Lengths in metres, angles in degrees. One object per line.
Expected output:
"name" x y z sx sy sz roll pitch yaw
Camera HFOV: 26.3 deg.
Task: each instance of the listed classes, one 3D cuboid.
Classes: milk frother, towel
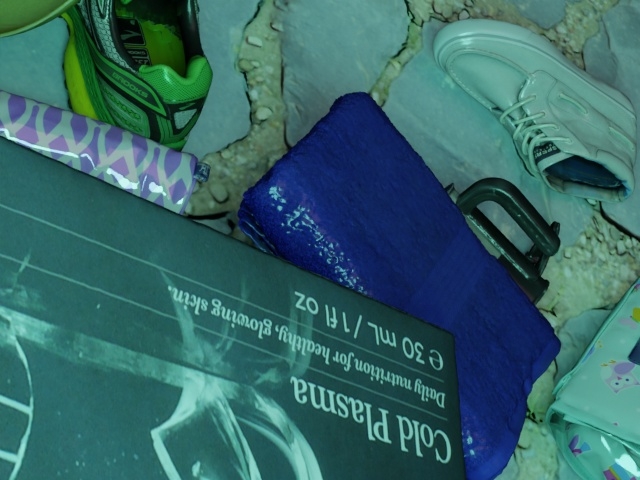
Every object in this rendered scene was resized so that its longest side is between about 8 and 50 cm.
"milk frother" 0.160 0.002 1.325 0.135 0.129 0.143 46 9 -3
"towel" 0.070 0.036 1.156 0.308 0.076 0.227 52 33 -8

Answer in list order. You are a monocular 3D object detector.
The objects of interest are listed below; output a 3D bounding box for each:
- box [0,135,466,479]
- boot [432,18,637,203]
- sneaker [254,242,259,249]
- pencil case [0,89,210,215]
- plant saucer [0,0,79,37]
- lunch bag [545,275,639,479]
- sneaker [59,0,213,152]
"box" -0.151 0.244 0.790 0.480 0.297 0.472 24 55 -44
"boot" 0.229 -0.129 1.421 0.258 0.095 0.123 21 50 -22
"sneaker" 0.000 0.000 1.236 0.095 0.090 0.235 42 51 -29
"pencil case" -0.201 -0.057 1.121 0.206 0.086 0.088 18 48 -13
"plant saucer" -0.245 -0.274 1.152 0.037 0.241 0.241 33 44 -58
"lunch bag" 0.359 0.172 1.305 0.262 0.160 0.223 43 59 -2
"sneaker" -0.173 -0.240 1.202 0.134 0.146 0.344 -13 73 -37
